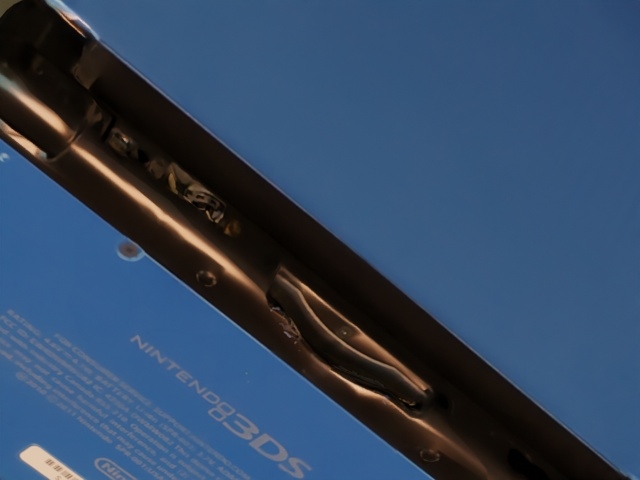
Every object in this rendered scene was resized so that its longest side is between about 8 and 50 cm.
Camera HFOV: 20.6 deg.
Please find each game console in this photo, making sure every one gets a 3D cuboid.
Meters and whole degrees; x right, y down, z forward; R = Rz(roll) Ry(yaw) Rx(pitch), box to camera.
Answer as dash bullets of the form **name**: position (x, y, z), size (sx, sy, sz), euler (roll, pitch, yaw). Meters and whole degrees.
- **game console**: position (0.000, 0.000, 0.642), size (0.293, 0.173, 0.250), euler (40, 132, -18)

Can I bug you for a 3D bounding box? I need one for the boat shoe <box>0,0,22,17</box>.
- **boat shoe**: position (-0.122, -0.032, 0.669), size (0.083, 0.065, 0.183), euler (-26, 104, 19)
